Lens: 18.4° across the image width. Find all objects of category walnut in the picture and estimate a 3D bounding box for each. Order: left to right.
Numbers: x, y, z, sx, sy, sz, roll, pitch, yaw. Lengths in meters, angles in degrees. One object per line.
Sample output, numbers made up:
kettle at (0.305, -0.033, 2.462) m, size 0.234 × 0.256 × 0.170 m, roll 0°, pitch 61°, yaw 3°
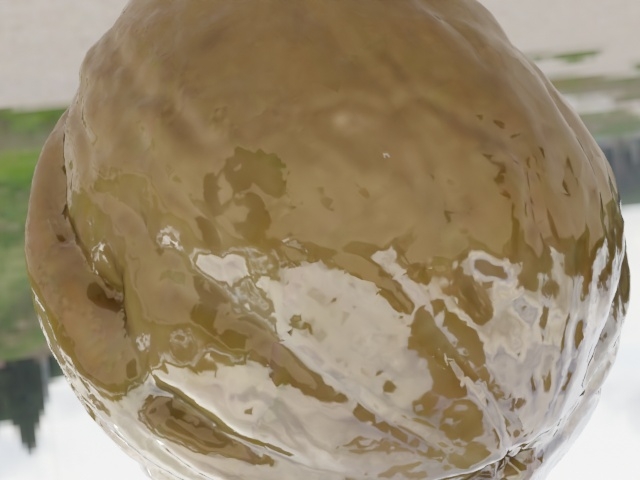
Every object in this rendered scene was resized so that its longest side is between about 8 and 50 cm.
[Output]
walnut at (0.000, 0.000, 1.000) m, size 0.332 × 0.333 × 0.333 m, roll -6°, pitch -177°, yaw 0°
